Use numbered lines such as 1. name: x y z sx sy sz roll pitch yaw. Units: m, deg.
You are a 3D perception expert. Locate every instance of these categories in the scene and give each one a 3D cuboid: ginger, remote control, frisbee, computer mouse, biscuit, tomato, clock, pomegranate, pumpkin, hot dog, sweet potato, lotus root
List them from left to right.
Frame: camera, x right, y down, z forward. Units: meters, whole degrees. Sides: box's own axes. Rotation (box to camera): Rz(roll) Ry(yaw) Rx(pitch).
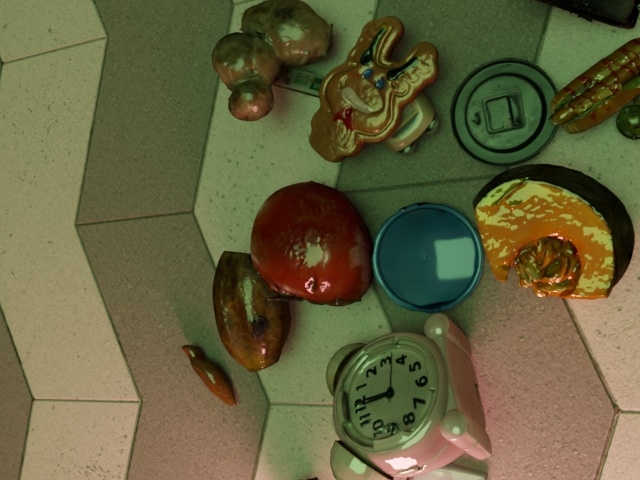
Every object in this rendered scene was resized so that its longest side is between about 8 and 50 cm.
1. sweet potato: -0.279 0.340 1.798 0.202 0.055 0.058 47 110 14
2. lotus root: -0.151 0.164 1.666 0.193 0.193 0.290 -3 91 25
3. ginger: -0.129 -0.418 1.604 0.245 0.155 0.304 38 86 21
4. tomato: 0.001 0.003 1.536 0.309 0.170 0.308 1 84 -12
5. biscuit: 0.098 -0.313 1.512 0.202 0.047 0.333 46 110 18
6. computer mouse: 0.153 -0.304 1.556 0.145 0.082 0.236 -44 74 20
7. clock: 0.164 0.343 1.481 0.326 0.184 0.342 -23 40 21
8. frisbee: 0.232 0.037 1.538 0.242 0.045 0.241 0 91 5
9. remote control: 0.284 0.527 1.564 0.162 0.029 0.061 7 97 24
10. clock: 0.385 -0.265 1.473 0.226 0.049 0.225 1 92 25
11. pumpkin: 0.448 -0.018 1.369 0.304 0.225 0.256 11 101 18
12. hot dog: 0.548 -0.296 1.356 0.250 0.076 0.104 -33 74 4
13. pomegranate: 0.613 -0.235 1.360 0.073 0.073 0.084 42 91 17

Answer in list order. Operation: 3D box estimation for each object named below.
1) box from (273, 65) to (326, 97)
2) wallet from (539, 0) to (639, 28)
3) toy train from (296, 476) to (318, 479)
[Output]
1. box: -0.028 -0.368 1.659 0.207 0.041 0.049 20 97 22
2. wallet: 0.510 -0.541 1.333 0.263 0.071 0.220 15 102 -8
3. toy train: 0.008 0.623 1.553 0.397 0.253 0.160 -19 83 35
